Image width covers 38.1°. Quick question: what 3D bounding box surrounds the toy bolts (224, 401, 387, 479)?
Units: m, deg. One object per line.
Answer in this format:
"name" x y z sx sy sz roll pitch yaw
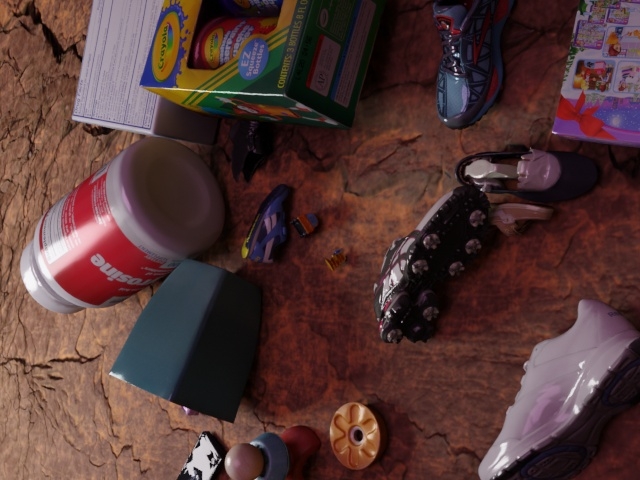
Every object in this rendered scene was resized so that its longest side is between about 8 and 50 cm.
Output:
"toy bolts" -0.030 0.338 1.401 0.228 0.158 0.218 17 96 43

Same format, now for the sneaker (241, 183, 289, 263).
"sneaker" -0.082 -0.027 1.575 0.144 0.059 0.053 -66 15 -5

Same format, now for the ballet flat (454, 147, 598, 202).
"ballet flat" 0.265 -0.089 1.239 0.203 0.074 0.074 7 89 43

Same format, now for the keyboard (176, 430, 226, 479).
"keyboard" -0.217 0.442 1.660 0.108 0.023 0.180 47 117 43

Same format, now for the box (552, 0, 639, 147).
"box" 0.427 -0.204 1.079 0.293 0.057 0.201 15 95 44

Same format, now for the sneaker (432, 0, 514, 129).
"sneaker" 0.191 -0.289 1.294 0.104 0.125 0.262 11 92 44

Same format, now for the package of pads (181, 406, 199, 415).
"package of pads" -0.227 0.271 1.682 0.050 0.032 0.083 45 114 40

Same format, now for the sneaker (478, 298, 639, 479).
"sneaker" 0.299 0.203 1.166 0.297 0.111 0.129 -53 37 20

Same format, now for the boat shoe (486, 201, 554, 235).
"boat shoe" 0.258 -0.028 1.256 0.135 0.050 0.045 1 89 53

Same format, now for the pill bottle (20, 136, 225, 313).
"pill bottle" -0.385 -0.009 1.731 0.407 0.229 0.229 -29 66 39

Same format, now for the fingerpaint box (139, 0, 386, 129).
"fingerpaint box" -0.074 -0.424 1.497 0.371 0.163 0.445 13 85 44

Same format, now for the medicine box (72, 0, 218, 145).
"medicine box" -0.320 -0.334 1.766 0.289 0.149 0.264 15 95 44

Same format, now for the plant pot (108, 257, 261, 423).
"plant pot" -0.208 0.162 1.580 0.165 0.165 0.234 15 78 39

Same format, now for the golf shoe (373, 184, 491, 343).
"golf shoe" 0.139 0.020 1.303 0.273 0.105 0.120 -64 33 31

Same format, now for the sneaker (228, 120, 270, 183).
"sneaker" -0.110 -0.185 1.620 0.170 0.051 0.089 -46 56 35

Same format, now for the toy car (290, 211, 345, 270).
"toy car" 0.000 0.000 1.514 0.040 0.060 0.122 -34 74 -14
